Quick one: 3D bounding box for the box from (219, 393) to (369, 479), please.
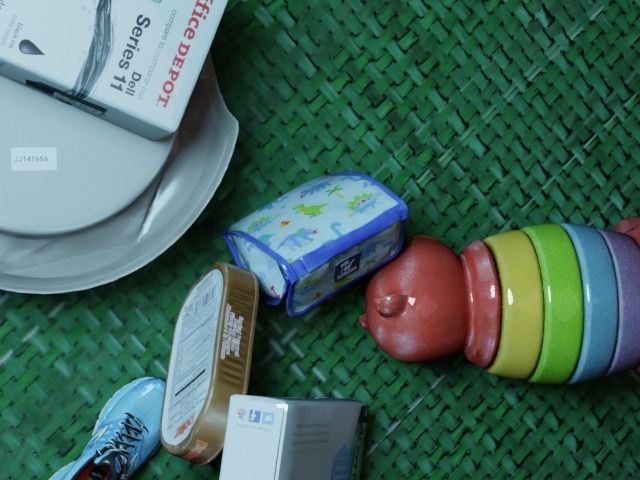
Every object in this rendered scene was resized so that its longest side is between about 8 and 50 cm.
[{"bbox_3d":[-0.033,0.296,1.449,0.058,0.232,0.322,8,88,20],"label":"box"}]

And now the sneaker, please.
[{"bbox_3d":[-0.179,0.192,1.474,0.063,0.073,0.162,40,75,-14],"label":"sneaker"}]

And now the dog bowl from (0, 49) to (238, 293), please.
[{"bbox_3d":[-0.247,-0.129,1.443,0.348,0.102,0.349,0,89,-17],"label":"dog bowl"}]

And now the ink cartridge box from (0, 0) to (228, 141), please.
[{"bbox_3d":[-0.191,-0.190,1.363,0.208,0.087,0.153,22,83,-17],"label":"ink cartridge box"}]

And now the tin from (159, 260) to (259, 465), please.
[{"bbox_3d":[-0.099,0.105,1.462,0.040,0.106,0.190,20,52,-20],"label":"tin"}]

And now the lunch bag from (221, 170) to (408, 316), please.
[{"bbox_3d":[0.000,0.000,1.495,0.128,0.151,0.096,-31,98,-17],"label":"lunch bag"}]

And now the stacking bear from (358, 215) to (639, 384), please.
[{"bbox_3d":[0.183,0.054,1.560,0.289,0.175,0.164,-1,82,-9],"label":"stacking bear"}]
